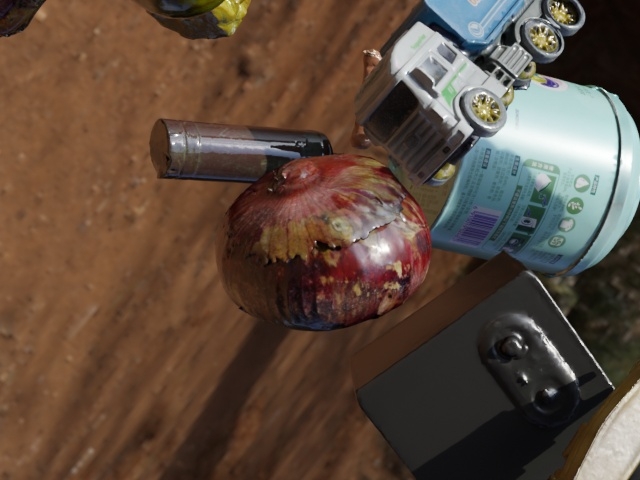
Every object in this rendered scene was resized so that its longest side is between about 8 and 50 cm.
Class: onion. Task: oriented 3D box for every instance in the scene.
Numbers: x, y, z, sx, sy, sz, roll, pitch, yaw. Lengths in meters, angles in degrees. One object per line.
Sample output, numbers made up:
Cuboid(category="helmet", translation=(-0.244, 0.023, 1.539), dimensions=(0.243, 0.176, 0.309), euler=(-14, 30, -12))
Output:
Cuboid(category="onion", translation=(0.000, 0.000, 1.470), dimensions=(0.246, 0.246, 0.190), euler=(-42, 123, -47))

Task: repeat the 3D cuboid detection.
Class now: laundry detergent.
Cuboid(category="laundry detergent", translation=(0.287, -0.102, 1.934), dimensions=(0.287, 0.305, 0.287), euler=(-168, -90, -72))

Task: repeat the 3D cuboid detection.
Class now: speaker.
Cuboid(category="speaker", translation=(0.190, 0.183, 1.459), dimensions=(0.232, 0.254, 0.184), euler=(-35, -173, 4))

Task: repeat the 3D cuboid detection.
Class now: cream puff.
Cuboid(category="cream puff", translation=(-0.166, -0.350, 1.857), dimensions=(0.146, 0.146, 0.116), euler=(97, 13, -70))

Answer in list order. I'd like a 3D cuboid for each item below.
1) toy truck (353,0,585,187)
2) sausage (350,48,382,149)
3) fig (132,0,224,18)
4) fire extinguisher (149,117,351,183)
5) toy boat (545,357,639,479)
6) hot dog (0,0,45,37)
Cuboid(category="toy truck", translation=(0.183, -0.229, 1.611), dimensions=(0.367, 0.175, 0.146), euler=(-51, -179, -38))
Cuboid(category="sausage", translation=(0.075, -0.220, 2.095), dimensions=(0.042, 0.036, 0.158), euler=(-10, 111, -60))
Cuboid(category="fig", translation=(-0.100, -0.322, 1.296), dimensions=(0.259, 0.151, 0.151), euler=(-42, 166, -27))
Cuboid(category="fire extinguisher", translation=(-0.069, -0.092, 1.603), dimensions=(0.072, 0.268, 0.089), euler=(7, -85, 63))
Cuboid(category="toy boat", translation=(0.277, 0.201, 1.310), dimensions=(0.206, 0.064, 0.072), euler=(-50, -173, -20))
Cuboid(category="hot dog", translation=(-0.331, -0.289, 1.432), dimensions=(0.191, 0.108, 0.059), euler=(-36, -149, 36))
